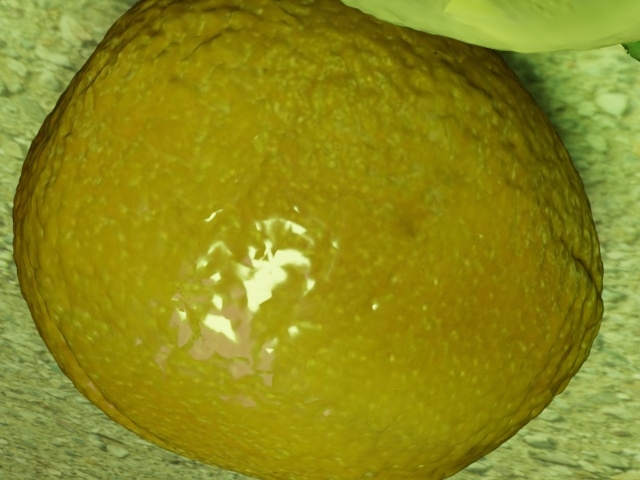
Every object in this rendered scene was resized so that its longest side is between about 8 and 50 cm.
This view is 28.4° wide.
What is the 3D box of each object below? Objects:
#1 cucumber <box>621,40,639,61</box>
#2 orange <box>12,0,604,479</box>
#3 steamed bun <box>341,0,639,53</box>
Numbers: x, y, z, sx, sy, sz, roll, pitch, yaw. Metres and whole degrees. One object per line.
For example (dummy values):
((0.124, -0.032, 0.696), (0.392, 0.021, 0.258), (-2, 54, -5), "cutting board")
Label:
((0.186, -0.208, 0.543), (0.145, 0.105, 0.325), (8, 143, 24), "cucumber")
((0.000, 0.000, 0.775), (0.357, 0.322, 0.322), (27, 149, -20), "orange")
((0.029, -0.243, 0.368), (0.372, 0.324, 0.230), (29, -165, 21), "steamed bun")
